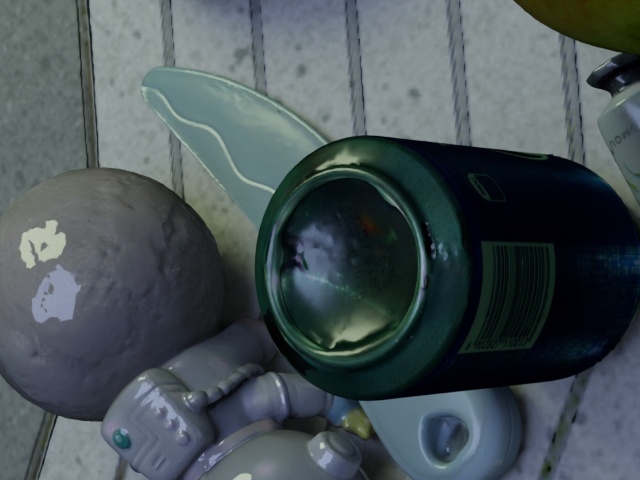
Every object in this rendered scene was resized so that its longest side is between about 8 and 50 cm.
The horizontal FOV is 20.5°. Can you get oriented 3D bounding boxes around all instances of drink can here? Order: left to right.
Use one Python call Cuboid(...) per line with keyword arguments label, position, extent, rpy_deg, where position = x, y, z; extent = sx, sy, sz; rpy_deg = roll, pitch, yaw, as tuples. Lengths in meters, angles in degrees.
Cuboid(label="drink can", position=(0.068, 0.013, 0.828), extent=(0.118, 0.205, 0.118), rpy_deg=(-2, 87, 36))

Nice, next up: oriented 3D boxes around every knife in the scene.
Cuboid(label="knife", position=(0.001, -0.001, 0.976), extent=(0.080, 0.044, 0.331), rpy_deg=(-49, 61, 23))

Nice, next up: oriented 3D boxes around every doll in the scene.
Cuboid(label="doll", position=(-0.072, 0.089, 0.961), extent=(0.287, 0.151, 0.151), rpy_deg=(49, 114, 21))

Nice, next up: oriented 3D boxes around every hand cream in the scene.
Cuboid(label="hand cream", position=(0.187, -0.003, 0.849), extent=(0.067, 0.042, 0.194), rpy_deg=(-34, 75, 27))

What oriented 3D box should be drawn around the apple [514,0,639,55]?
Cuboid(label="apple", position=(0.170, -0.200, 0.780), extent=(0.246, 0.246, 0.226), rpy_deg=(12, 125, 33))
